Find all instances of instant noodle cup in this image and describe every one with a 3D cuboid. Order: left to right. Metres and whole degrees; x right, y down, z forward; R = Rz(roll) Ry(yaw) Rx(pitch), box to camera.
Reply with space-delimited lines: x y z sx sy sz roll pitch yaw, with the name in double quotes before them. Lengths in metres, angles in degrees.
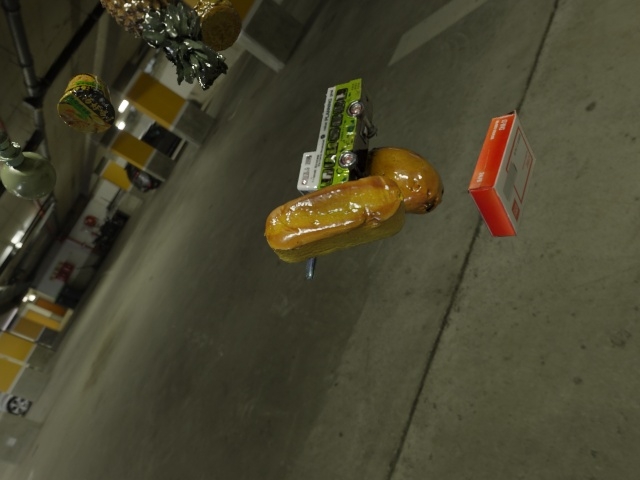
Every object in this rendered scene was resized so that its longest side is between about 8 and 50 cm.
"instant noodle cup" -0.690 -0.414 1.367 0.151 0.151 0.122 -44 44 30

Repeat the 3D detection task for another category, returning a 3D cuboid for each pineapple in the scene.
"pineapple" -0.162 -0.222 0.481 0.074 0.159 0.074 -43 -7 -6

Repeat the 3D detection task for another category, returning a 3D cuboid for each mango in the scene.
"mango" 0.196 -0.157 1.148 0.248 0.156 0.151 33 119 39

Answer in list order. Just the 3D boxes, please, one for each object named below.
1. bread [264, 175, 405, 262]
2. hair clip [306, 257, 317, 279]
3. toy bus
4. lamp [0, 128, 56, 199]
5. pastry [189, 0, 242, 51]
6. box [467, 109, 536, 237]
"bread" 0.024 -0.034 0.788 0.245 0.094 0.102 -16 51 8
"hair clip" 0.000 0.000 1.328 0.048 0.083 0.275 -17 34 40
"toy bus" 0.048 -0.224 1.077 0.139 0.113 0.302 -1 65 25
"lamp" -0.555 -0.144 0.841 0.163 0.091 0.091 96 -169 -61
"pastry" -0.204 -0.416 0.888 0.057 0.097 0.109 51 125 21
"box" 0.342 -0.126 0.850 0.050 0.123 0.229 -7 41 42
